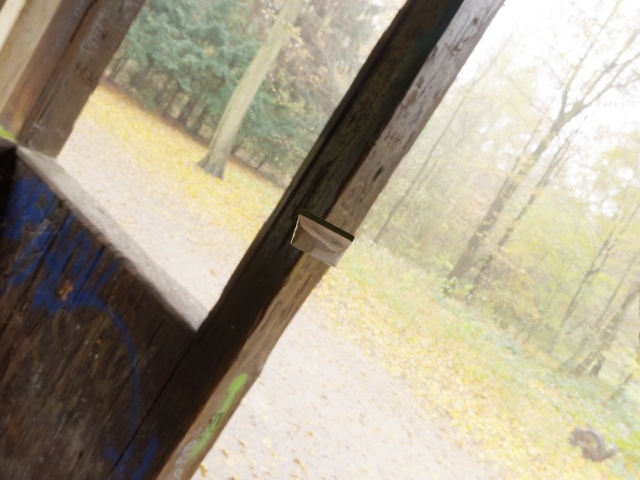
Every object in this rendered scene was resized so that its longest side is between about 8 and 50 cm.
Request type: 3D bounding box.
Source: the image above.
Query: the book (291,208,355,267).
[{"bbox_3d":[0.000,0.001,0.675,0.077,0.014,0.111,27,-22,1],"label":"book"}]

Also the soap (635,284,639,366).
[{"bbox_3d":[0.652,0.137,0.700,0.258,0.158,0.302,-8,9,-5],"label":"soap"}]
